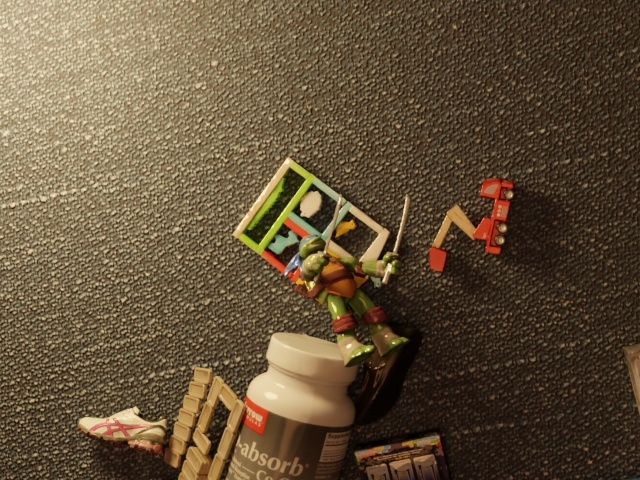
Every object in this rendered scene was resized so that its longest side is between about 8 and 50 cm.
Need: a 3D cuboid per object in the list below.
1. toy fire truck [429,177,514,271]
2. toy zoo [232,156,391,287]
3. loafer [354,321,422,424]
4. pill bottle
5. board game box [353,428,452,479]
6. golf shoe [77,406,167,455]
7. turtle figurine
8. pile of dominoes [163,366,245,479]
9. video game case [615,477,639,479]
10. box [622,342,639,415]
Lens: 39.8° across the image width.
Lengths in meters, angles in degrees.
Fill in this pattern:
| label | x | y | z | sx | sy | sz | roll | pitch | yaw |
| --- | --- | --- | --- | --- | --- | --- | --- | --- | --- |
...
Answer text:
| label | x | y | z | sx | sy | sz | roll | pitch | yaw |
| --- | --- | --- | --- | --- | --- | --- | --- | --- | --- |
| toy fire truck | 0.283 | -0.028 | 1.659 | 0.135 | 0.047 | 0.192 | 11 | 93 | 10 |
| toy zoo | 0.000 | 0.000 | 1.716 | 0.293 | 0.030 | 0.192 | 38 | 97 | 6 |
| loafer | 0.118 | 0.252 | 1.693 | 0.078 | 0.080 | 0.220 | 34 | 100 | 40 |
| pill bottle | -0.053 | 0.369 | 1.649 | 0.210 | 0.210 | 0.362 | 15 | 94 | 9 |
| board game box | 0.163 | 0.450 | 1.698 | 0.170 | 0.048 | 0.141 | -13 | 92 | 9 |
| golf shoe | -0.398 | 0.378 | 1.788 | 0.186 | 0.067 | 0.086 | 9 | 67 | 9 |
| turtle figurine | 0.069 | 0.069 | 1.576 | 0.275 | 0.198 | 0.266 | -30 | 71 | 13 |
| pile of dominoes | -0.217 | 0.377 | 1.708 | 0.196 | 0.040 | 0.251 | 39 | 112 | 49 |
| video game case | 0.495 | 0.581 | 1.640 | 0.270 | 0.061 | 0.244 | -10 | 89 | 10 |
| box | 0.671 | 0.288 | 1.602 | 0.183 | 0.056 | 0.231 | -15 | 89 | 10 |
